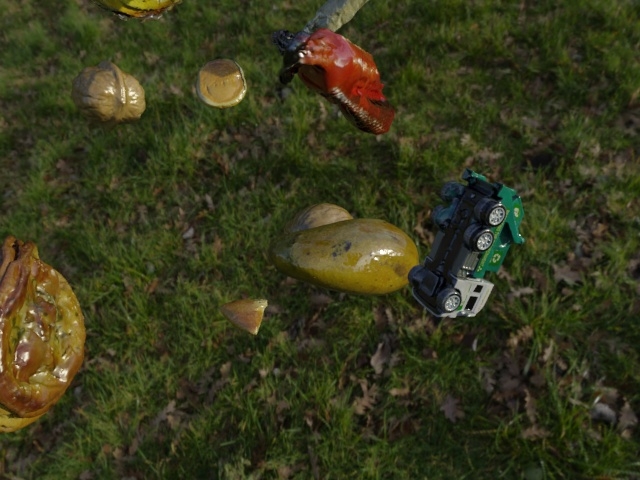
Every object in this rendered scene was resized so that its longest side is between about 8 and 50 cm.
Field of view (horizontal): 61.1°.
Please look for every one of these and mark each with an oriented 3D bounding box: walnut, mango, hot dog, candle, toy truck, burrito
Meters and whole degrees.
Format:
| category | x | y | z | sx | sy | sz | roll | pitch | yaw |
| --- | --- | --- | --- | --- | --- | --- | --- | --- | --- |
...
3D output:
| category | x | y | z | sx | sy | sz | roll | pitch | yaw |
| --- | --- | --- | --- | --- | --- | --- | --- | --- | --- |
| walnut | 0.000 | 0.000 | 1.554 | 0.227 | 0.228 | 0.228 | 1 | 41 | -1 |
| mango | 0.059 | 0.031 | 1.166 | 0.329 | 0.176 | 0.176 | 7 | 75 | -31 |
| walnut | -0.254 | -0.172 | 0.651 | 0.078 | 0.083 | 0.096 | -5 | 22 | -41 |
| hot dog | -0.418 | 0.118 | 0.757 | 0.122 | 0.196 | 0.272 | -10 | 49 | 5 |
| candle | 0.023 | -0.142 | 0.491 | 0.059 | 0.084 | 0.301 | -25 | 1 | 18 |
| toy truck | 0.230 | 0.012 | 0.820 | 0.116 | 0.216 | 0.110 | 11 | 17 | -29 |
| burrito | 0.039 | -0.424 | 0.985 | 0.058 | 0.188 | 0.045 | 50 | 24 | -1 |

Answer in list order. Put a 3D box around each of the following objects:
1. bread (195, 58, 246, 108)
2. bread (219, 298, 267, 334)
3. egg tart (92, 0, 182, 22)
| category | x | y | z | sx | sy | sz | roll | pitch | yaw |
| --- | --- | --- | --- | --- | --- | --- | --- | --- | --- |
| bread | -0.203 | -0.319 | 1.105 | 0.110 | 0.024 | 0.110 | 1 | 77 | -2 |
| bread | -0.237 | 0.214 | 1.633 | 0.135 | 0.054 | 0.154 | 10 | 28 | 5 |
| egg tart | -0.368 | -0.582 | 1.096 | 0.278 | 0.279 | 0.095 | -21 | 64 | -24 |
